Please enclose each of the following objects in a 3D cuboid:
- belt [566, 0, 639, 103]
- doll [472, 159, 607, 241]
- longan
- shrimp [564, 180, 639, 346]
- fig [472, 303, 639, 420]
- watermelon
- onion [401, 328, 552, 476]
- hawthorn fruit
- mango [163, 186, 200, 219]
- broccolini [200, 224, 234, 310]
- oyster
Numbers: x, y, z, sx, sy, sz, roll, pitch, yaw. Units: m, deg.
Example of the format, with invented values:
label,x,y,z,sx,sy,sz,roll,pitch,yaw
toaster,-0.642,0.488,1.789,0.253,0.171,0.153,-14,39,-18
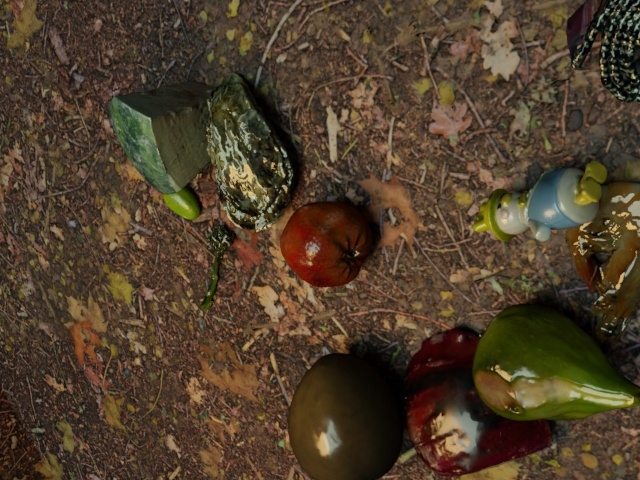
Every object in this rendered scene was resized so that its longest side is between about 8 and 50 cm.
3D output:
label,x,y,z,sx,sy,sz,roll,pitch,yaw
belt,0.497,-0.307,0.861,0.207,0.160,0.295,45,130,-8
doll,0.355,-0.056,1.067,0.241,0.099,0.135,-15,71,50
longan,0.052,0.380,1.372,0.243,0.300,0.300,2,113,-8
shrimp,0.465,0.039,1.065,0.152,0.063,0.287,23,116,29
fig,0.400,0.221,1.075,0.275,0.206,0.205,11,113,41
watermelon,-0.317,-0.253,1.446,0.228,0.258,0.387,60,173,-16
onion,0.255,0.330,1.271,0.314,0.146,0.279,-32,83,43
hawthorn fruit,0.000,0.000,1.323,0.200,0.179,0.179,27,123,50
mango,-0.338,-0.095,1.594,0.108,0.056,0.073,45,132,-2
broccolini,-0.269,0.074,1.607,0.071,0.058,0.254,-111,36,-55
oyster,-0.155,-0.191,1.385,0.158,0.162,0.350,167,90,-69
